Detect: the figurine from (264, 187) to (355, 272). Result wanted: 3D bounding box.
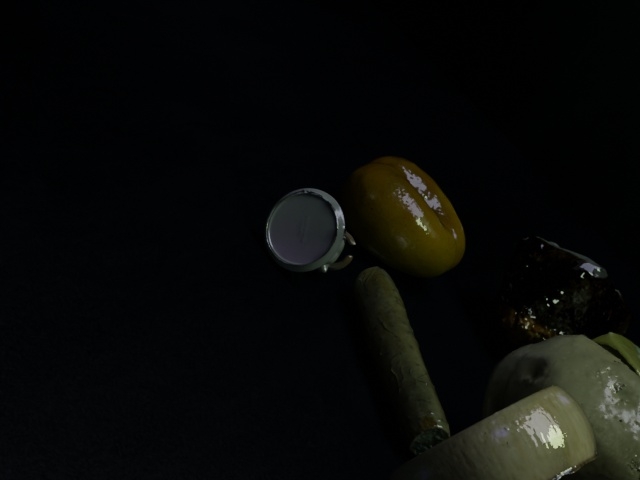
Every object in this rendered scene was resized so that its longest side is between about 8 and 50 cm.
[{"bbox_3d":[0.000,0.000,1.940,0.132,0.132,0.154,52,7,23],"label":"figurine"}]

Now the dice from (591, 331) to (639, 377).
[{"bbox_3d":[0.526,0.279,2.275,0.169,0.169,0.166,23,26,-50],"label":"dice"}]

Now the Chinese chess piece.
[{"bbox_3d":[0.208,0.272,1.534,0.104,0.257,0.257,62,23,12],"label":"Chinese chess piece"}]

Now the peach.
[{"bbox_3d":[0.148,-0.039,2.246,0.251,0.153,0.251,30,23,-15],"label":"peach"}]

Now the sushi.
[{"bbox_3d":[0.440,0.132,2.397,0.234,0.207,0.348,24,-10,41],"label":"sushi"}]

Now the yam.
[{"bbox_3d":[0.111,0.166,1.839,0.083,0.083,0.371,33,20,-28],"label":"yam"}]

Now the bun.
[{"bbox_3d":[0.364,0.315,1.756,0.326,0.234,0.362,21,-43,59],"label":"bun"}]
